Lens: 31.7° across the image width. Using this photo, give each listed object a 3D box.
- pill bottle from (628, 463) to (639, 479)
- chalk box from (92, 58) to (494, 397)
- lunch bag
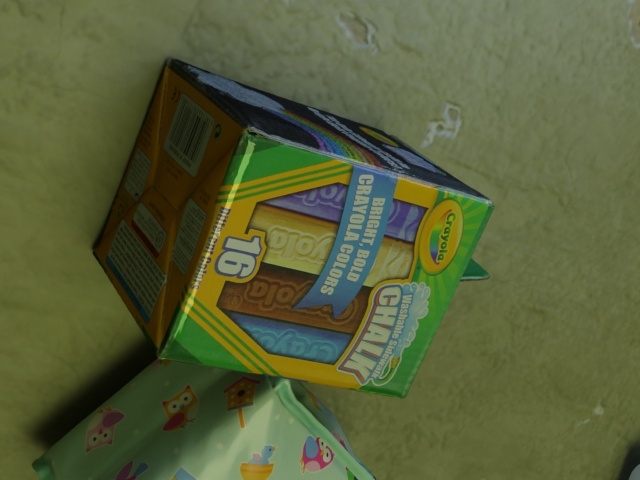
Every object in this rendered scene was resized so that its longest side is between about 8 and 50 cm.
[{"bbox_3d":[0.478,0.300,1.341,0.221,0.124,0.124,0,114,-28],"label":"pill bottle"},{"bbox_3d":[0.000,0.000,0.897,0.288,0.180,0.179,15,106,-32],"label":"chalk box"},{"bbox_3d":[-0.077,0.220,0.975,0.223,0.160,0.262,-41,133,-6],"label":"lunch bag"}]
